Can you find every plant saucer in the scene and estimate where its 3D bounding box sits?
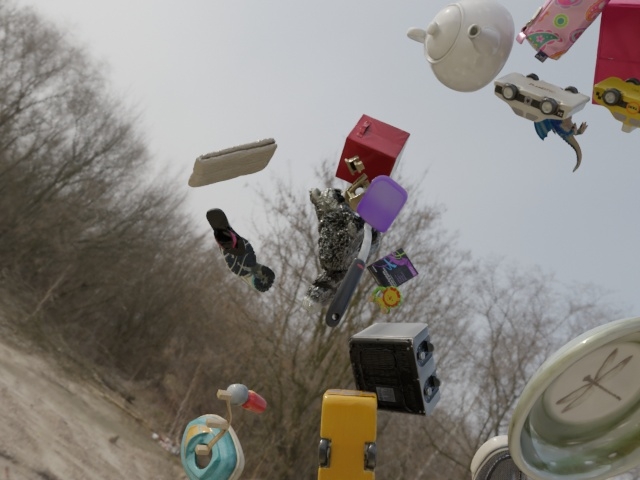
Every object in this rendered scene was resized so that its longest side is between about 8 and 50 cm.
[{"bbox_3d":[0.502,0.268,0.953,0.400,0.400,0.100,49,11,-31],"label":"plant saucer"}]

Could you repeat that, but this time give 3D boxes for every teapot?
[{"bbox_3d":[0.351,-0.515,1.384,0.187,0.252,0.256,12,-30,-24],"label":"teapot"}]

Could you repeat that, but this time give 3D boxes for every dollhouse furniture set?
[{"bbox_3d":[0.122,-0.180,1.802,0.161,0.101,0.182,63,3,-21],"label":"dollhouse furniture set"}]

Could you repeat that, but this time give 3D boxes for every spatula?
[{"bbox_3d":[0.073,0.017,0.942,0.084,0.296,0.030,37,-26,-25],"label":"spatula"}]

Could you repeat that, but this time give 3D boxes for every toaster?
[{"bbox_3d":[0.151,0.266,1.121,0.186,0.110,0.168,-7,-83,37],"label":"toaster"}]

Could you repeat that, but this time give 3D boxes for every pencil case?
[{"bbox_3d":[0.564,-0.535,1.175,0.124,0.124,0.284,36,-53,0],"label":"pencil case"}]

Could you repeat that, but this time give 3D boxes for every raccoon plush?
[{"bbox_3d":[0.000,0.000,1.941,0.299,0.446,0.216,36,-15,33],"label":"raccoon plush"}]

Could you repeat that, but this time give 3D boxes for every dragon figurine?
[{"bbox_3d":[0.685,-0.344,1.569,0.144,0.085,0.289,1,-69,54],"label":"dragon figurine"}]

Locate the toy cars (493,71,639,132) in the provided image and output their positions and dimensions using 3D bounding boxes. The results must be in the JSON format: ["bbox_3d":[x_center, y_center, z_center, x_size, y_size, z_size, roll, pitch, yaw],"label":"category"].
[{"bbox_3d":[0.569,-0.284,1.149,0.394,0.176,0.087,5,-51,7],"label":"toy cars"}]

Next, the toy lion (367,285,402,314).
[{"bbox_3d":[0.217,0.186,1.757,0.100,0.096,0.034,41,15,33],"label":"toy lion"}]

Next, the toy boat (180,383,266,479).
[{"bbox_3d":[-0.301,0.572,1.602,0.267,0.318,0.148,31,-9,47],"label":"toy boat"}]

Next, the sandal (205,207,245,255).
[{"bbox_3d":[-0.253,-0.011,1.424,0.067,0.040,0.179,-14,-44,10],"label":"sandal"}]

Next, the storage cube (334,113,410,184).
[{"bbox_3d":[0.190,-0.311,1.967,0.193,0.183,0.215,24,-43,8],"label":"storage cube"}]

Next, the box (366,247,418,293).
[{"bbox_3d":[0.254,0.107,1.891,0.116,0.162,0.029,58,-29,10],"label":"box"}]

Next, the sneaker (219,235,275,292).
[{"bbox_3d":[-0.272,0.074,1.798,0.122,0.110,0.283,17,-28,39],"label":"sneaker"}]

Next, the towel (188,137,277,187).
[{"bbox_3d":[-0.284,-0.254,1.746,0.049,0.282,0.187,66,-27,11],"label":"towel"}]

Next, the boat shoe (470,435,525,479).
[{"bbox_3d":[0.400,0.600,1.172,0.158,0.127,0.340,-104,-168,-63],"label":"boat shoe"}]

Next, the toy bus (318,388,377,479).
[{"bbox_3d":[0.049,0.461,1.021,0.108,0.332,0.130,2,-9,4],"label":"toy bus"}]

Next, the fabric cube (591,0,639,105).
[{"bbox_3d":[0.844,-0.463,1.277,0.258,0.254,0.259,30,-37,45],"label":"fabric cube"}]

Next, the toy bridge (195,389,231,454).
[{"bbox_3d":[-0.275,0.490,1.438,0.063,0.188,0.026,18,8,-30],"label":"toy bridge"}]
